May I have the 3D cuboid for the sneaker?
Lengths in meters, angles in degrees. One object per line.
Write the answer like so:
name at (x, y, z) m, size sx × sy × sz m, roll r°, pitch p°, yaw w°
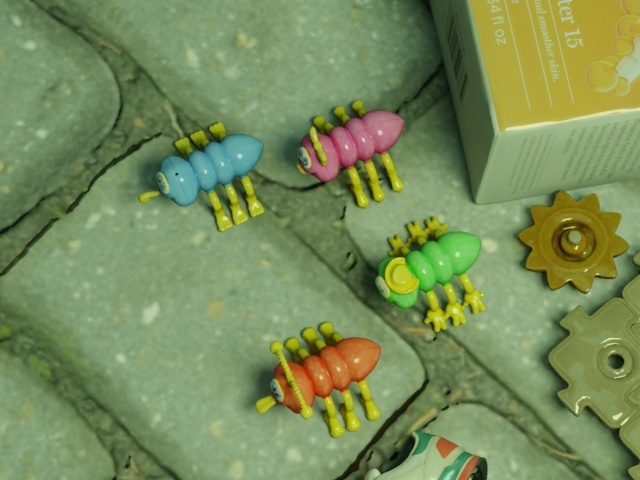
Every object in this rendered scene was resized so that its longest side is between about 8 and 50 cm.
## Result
sneaker at (0.055, 0.215, 1.383) m, size 0.075 × 0.057 × 0.161 m, roll 30°, pitch 75°, yaw 25°

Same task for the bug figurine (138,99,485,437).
bug figurine at (0.000, 0.000, 1.434) m, size 0.216 × 0.072 × 0.279 m, roll -28°, pitch 75°, yaw -10°

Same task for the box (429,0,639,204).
box at (0.274, -0.178, 1.446) m, size 0.345 × 0.168 × 0.215 m, roll -10°, pitch 73°, yaw -5°

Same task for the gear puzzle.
gear puzzle at (0.274, 0.100, 1.428) m, size 0.175 × 0.044 × 0.339 m, roll -40°, pitch 75°, yaw -11°
